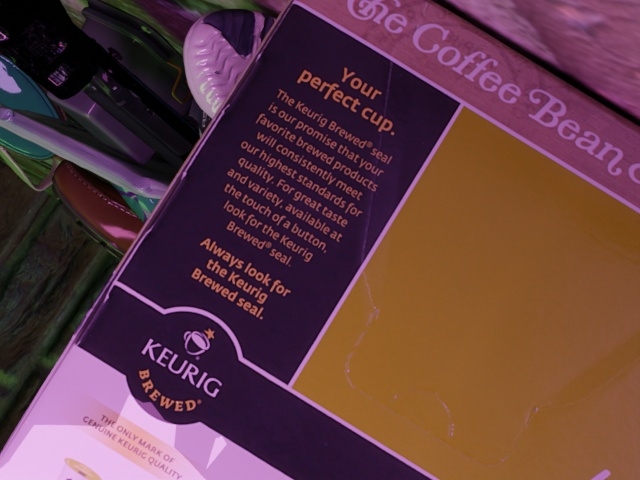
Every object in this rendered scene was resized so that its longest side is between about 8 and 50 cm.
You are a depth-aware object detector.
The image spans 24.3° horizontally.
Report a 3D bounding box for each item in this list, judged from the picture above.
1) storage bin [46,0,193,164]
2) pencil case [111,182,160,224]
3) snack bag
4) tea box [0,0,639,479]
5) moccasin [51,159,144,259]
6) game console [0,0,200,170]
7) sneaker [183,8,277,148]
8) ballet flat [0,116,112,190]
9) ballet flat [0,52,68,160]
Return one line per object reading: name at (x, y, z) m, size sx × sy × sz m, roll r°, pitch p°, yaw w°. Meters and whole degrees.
storage bin at (-0.163, -0.127, 1.274) m, size 0.098 × 0.091 × 0.135 m, roll 28°, pitch 172°, yaw 29°
pencil case at (-0.189, -0.064, 1.651) m, size 0.152 × 0.064 × 0.070 m, roll 52°, pitch 143°, yaw -11°
snack bag at (-0.127, -0.052, 1.457) m, size 0.342 × 0.037 × 0.323 m, roll 14°, pitch -172°, yaw -44°
tea box at (0.055, 0.077, 0.817) m, size 0.329 × 0.323 × 0.220 m, roll 32°, pitch 172°, yaw 1°
moccasin at (-0.170, -0.012, 1.946) m, size 0.380 × 0.147 × 0.139 m, roll 28°, pitch -173°, yaw -2°
game console at (-0.177, -0.147, 1.107) m, size 0.361 × 0.044 × 0.213 m, roll 41°, pitch -169°, yaw -46°
sneaker at (-0.056, -0.094, 1.037) m, size 0.153 × 0.094 × 0.235 m, roll 16°, pitch 174°, yaw 37°
ballet flat at (-0.345, -0.103, 2.078) m, size 0.348 × 0.123 × 0.123 m, roll 37°, pitch 171°, yaw -38°
ballet flat at (-0.437, -0.220, 1.828) m, size 0.316 × 0.107 × 0.106 m, roll 40°, pitch -170°, yaw -22°
